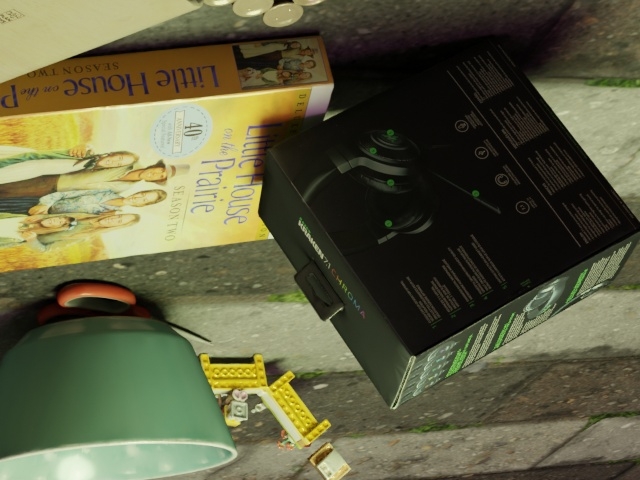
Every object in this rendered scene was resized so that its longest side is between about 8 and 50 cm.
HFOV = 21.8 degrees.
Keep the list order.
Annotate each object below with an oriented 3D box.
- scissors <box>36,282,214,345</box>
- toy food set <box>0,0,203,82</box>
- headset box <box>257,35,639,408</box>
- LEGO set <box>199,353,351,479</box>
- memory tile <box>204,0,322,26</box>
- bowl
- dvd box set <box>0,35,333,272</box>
[{"bbox_3d":[-0.206,0.094,1.988,0.297,0.021,0.109,14,144,-44],"label":"scissors"},{"bbox_3d":[-0.240,-0.209,1.243,0.220,0.092,0.306,-18,167,15],"label":"toy food set"},{"bbox_3d":[0.109,-0.015,1.560,0.283,0.246,0.131,-29,160,-20],"label":"headset box"},{"bbox_3d":[-0.096,0.235,2.214,0.287,0.132,0.107,25,146,-22],"label":"LEGO set"},{"bbox_3d":[-0.022,-0.232,1.403,0.113,0.012,0.148,12,145,-43],"label":"memory tile"},{"bbox_3d":[-0.259,0.187,1.952,0.311,0.163,0.311,-6,164,-2],"label":"bowl"},{"bbox_3d":[-0.216,-0.070,1.585,0.420,0.062,0.307,-7,154,-15],"label":"dvd box set"}]
